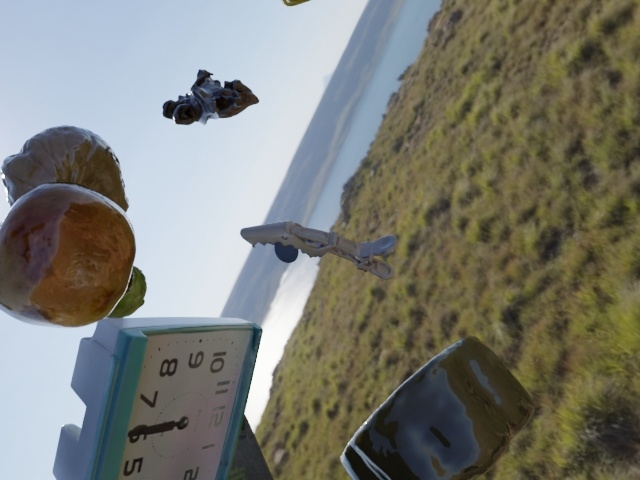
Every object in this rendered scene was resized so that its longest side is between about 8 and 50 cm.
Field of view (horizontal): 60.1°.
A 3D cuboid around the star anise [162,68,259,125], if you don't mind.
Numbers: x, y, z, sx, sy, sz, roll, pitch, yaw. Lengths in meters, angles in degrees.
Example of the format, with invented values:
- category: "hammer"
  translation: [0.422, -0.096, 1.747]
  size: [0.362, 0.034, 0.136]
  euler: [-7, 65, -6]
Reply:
- category: "star anise"
  translation: [-0.264, -0.333, 1.291]
  size: [0.257, 0.198, 0.111]
  euler: [-49, -42, -54]

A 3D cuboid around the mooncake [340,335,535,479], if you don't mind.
- category: "mooncake"
  translation: [0.238, 0.374, 1.077]
  size: [0.378, 0.201, 0.378]
  euler: [-34, -25, -18]

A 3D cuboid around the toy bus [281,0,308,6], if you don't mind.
- category: "toy bus"
  translation: [-0.019, -0.521, 0.606]
  size: [0.209, 0.249, 0.440]
  euler: [-108, 0, -83]

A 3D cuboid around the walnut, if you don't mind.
- category: "walnut"
  translation: [-0.460, -0.098, 1.006]
  size: [0.228, 0.228, 0.228]
  euler: [-63, 6, 12]

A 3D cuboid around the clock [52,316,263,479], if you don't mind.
- category: "clock"
  translation: [-0.212, 0.226, 0.734]
  size: [0.231, 0.116, 0.262]
  euler: [8, -82, -53]

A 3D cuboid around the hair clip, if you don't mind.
- category: "hair clip"
  translation: [0.000, 0.000, 0.769]
  size: [0.034, 0.226, 0.072]
  euler: [-77, 2, -46]

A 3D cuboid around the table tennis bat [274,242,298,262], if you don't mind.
- category: "table tennis bat"
  translation: [-0.066, 0.006, 1.062]
  size: [0.007, 0.050, 0.083]
  euler: [-52, -35, -56]

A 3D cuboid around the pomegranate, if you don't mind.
- category: "pomegranate"
  translation: [-0.368, 0.030, 0.809]
  size: [0.215, 0.215, 0.215]
  euler: [-63, 6, 12]

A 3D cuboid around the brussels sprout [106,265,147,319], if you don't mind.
- category: "brussels sprout"
  translation: [-0.473, 0.120, 1.241]
  size: [0.151, 0.149, 0.122]
  euler: [-22, 38, 32]

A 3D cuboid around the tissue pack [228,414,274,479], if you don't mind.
- category: "tissue pack"
  translation: [-0.191, 0.535, 0.987]
  size: [0.124, 0.288, 0.394]
  euler: [-53, 56, 38]
